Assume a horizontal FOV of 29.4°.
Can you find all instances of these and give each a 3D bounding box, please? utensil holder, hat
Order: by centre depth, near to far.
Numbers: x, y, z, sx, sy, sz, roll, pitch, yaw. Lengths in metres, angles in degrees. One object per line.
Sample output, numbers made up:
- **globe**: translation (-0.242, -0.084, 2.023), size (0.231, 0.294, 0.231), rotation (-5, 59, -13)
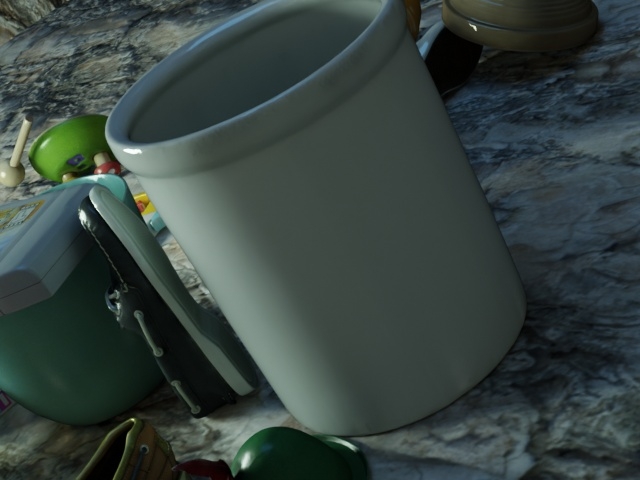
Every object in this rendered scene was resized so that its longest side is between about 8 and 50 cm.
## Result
- **hat**: translation (-0.063, 0.193, 1.178), size (0.173, 0.184, 0.208), rotation (-35, 26, -14)
- **utensil holder**: translation (0.008, -0.032, 1.289), size (0.327, 0.386, 0.328), rotation (-23, 26, 12)

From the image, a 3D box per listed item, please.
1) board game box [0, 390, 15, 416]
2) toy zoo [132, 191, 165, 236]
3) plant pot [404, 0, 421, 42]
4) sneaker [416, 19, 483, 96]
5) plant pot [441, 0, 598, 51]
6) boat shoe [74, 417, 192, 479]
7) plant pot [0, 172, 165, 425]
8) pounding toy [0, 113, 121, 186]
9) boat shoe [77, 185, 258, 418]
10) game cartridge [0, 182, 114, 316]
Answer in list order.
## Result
- **board game box**: translation (-0.475, 0.205, 1.670), size (0.026, 0.103, 0.154), rotation (4, 41, 48)
- **toy zoo**: translation (-0.361, -0.007, 2.029), size (0.293, 0.030, 0.192), rotation (-16, 28, 25)
- **plant pot**: translation (0.057, -0.324, 2.018), size (0.205, 0.205, 0.188), rotation (-15, 44, 27)
- **sneaker**: translation (0.138, -0.258, 1.891), size (0.123, 0.106, 0.290), rotation (7, 44, 47)
- **plant pot**: translation (0.304, -0.378, 1.833), size (0.237, 0.110, 0.237), rotation (2, 32, -1)
- **boat shoe**: translation (-0.257, 0.313, 1.248), size (0.110, 0.104, 0.307), rotation (-7, 33, 38)
- **plant pot**: translation (-0.316, 0.092, 1.562), size (0.293, 0.235, 0.293), rotation (-24, 26, 13)
- **pounding toy**: translation (-0.462, -0.139, 2.268), size (0.236, 0.110, 0.183), rotation (-5, -30, -43)
- **boat shoe**: translation (-0.191, 0.077, 1.385), size (0.091, 0.303, 0.114), rotation (-33, 13, 8)
- **game cartridge**: translation (-0.397, 0.028, 1.434), size (0.297, 0.062, 0.198), rotation (-12, 26, 31)
